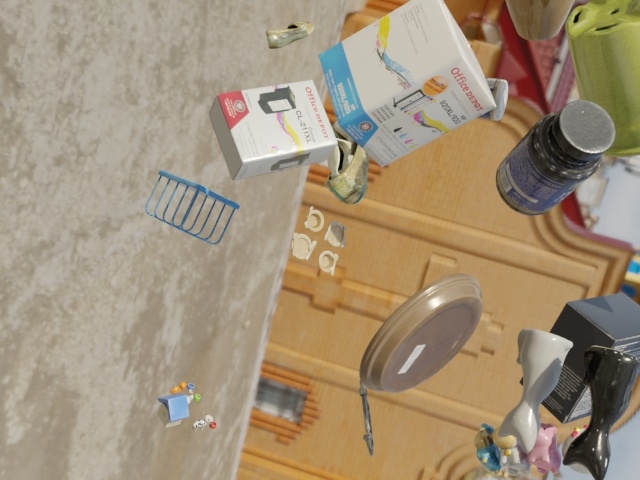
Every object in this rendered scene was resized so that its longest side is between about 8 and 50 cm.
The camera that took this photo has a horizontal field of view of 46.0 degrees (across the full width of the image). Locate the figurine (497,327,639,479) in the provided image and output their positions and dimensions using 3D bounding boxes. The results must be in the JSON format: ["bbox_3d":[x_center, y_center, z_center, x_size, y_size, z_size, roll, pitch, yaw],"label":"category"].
[{"bbox_3d":[0.412,0.273,1.278,0.092,0.214,0.210,24,82,-42],"label":"figurine"}]

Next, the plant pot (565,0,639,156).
[{"bbox_3d":[0.602,-0.347,1.469,0.254,0.276,0.276,55,38,-30],"label":"plant pot"}]

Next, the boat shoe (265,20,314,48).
[{"bbox_3d":[-0.075,-0.524,1.884,0.153,0.056,0.048,-34,121,-32],"label":"boat shoe"}]

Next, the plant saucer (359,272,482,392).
[{"bbox_3d":[0.189,0.176,1.345,0.277,0.041,0.278,-28,145,-22],"label":"plant saucer"}]

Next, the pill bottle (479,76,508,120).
[{"bbox_3d":[0.341,-0.335,1.748,0.094,0.169,0.094,13,90,-68],"label":"pill bottle"}]

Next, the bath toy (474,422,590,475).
[{"bbox_3d":[0.604,0.565,2.093,0.151,0.348,0.129,51,47,-27],"label":"bath toy"}]

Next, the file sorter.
[{"bbox_3d":[-0.284,-0.070,1.641,0.118,0.170,0.105,27,86,-43],"label":"file sorter"}]

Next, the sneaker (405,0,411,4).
[{"bbox_3d":[0.295,-0.690,2.316,0.069,0.083,0.186,-3,111,-59],"label":"sneaker"}]

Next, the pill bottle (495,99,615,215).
[{"bbox_3d":[0.383,-0.134,1.236,0.219,0.122,0.123,118,-8,-67],"label":"pill bottle"}]

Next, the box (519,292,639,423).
[{"bbox_3d":[0.759,0.318,2.093,0.296,0.183,0.294,-2,126,-40],"label":"box"}]

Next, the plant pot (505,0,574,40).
[{"bbox_3d":[0.592,-0.674,2.024,0.254,0.237,0.237,76,28,-47],"label":"plant pot"}]

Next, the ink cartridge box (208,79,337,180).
[{"bbox_3d":[-0.077,-0.184,1.238,0.128,0.175,0.072,69,-26,13],"label":"ink cartridge box"}]

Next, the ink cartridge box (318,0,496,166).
[{"bbox_3d":[0.150,-0.276,1.304,0.171,0.232,0.168,36,34,-51],"label":"ink cartridge box"}]

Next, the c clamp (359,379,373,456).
[{"bbox_3d":[0.098,0.381,1.633,0.137,0.022,0.161,78,5,-62],"label":"c clamp"}]

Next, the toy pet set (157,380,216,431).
[{"bbox_3d":[-0.273,0.326,1.530,0.114,0.122,0.065,-5,132,-42],"label":"toy pet set"}]

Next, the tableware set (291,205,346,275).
[{"bbox_3d":[0.000,0.000,1.915,0.020,0.168,0.141,-2,-116,51],"label":"tableware set"}]

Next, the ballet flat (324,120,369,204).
[{"bbox_3d":[0.077,-0.253,1.971,0.123,0.123,0.349,96,4,-56],"label":"ballet flat"}]
